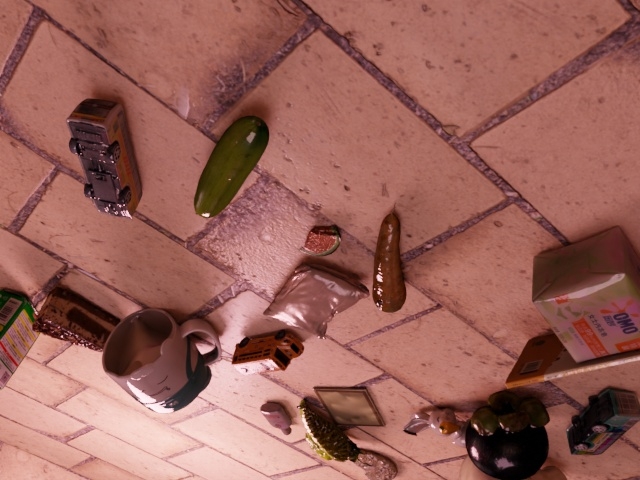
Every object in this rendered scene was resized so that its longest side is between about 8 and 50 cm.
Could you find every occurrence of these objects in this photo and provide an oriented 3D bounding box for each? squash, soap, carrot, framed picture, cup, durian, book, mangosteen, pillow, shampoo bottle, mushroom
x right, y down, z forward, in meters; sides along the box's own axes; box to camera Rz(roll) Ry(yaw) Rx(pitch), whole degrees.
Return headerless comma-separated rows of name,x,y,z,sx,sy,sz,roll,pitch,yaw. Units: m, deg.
squash,-0.172,-0.139,1.175,0.082,0.082,0.292,27,140,-14
soap,0.529,0.109,1.186,0.182,0.138,0.199,-26,115,36
carrot,0.143,0.038,1.304,0.078,0.078,0.298,5,133,11
framed picture,0.090,0.509,1.897,0.173,0.010,0.231,-4,137,20
cup,-0.413,0.321,1.698,0.290,0.219,0.257,-28,132,-1
durian,0.029,0.641,1.988,0.132,0.106,0.375,-7,132,47
book,0.548,0.225,1.300,0.295,0.208,0.020,-24,94,37
mangosteen,0.493,0.515,1.642,0.243,0.243,0.243,8,140,7
pillow,-0.016,0.148,1.471,0.173,0.067,0.270,28,138,-7
shampoo bottle,-0.135,0.583,2.027,0.080,0.040,0.165,-5,135,19
mushroom,0.535,0.751,1.851,0.315,0.356,0.315,3,97,28

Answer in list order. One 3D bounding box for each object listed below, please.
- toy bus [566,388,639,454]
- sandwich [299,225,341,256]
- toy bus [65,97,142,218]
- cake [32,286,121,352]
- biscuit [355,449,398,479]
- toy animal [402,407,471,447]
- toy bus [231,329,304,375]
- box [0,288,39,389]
toy bus,0.726,0.478,1.615,0.109,0.091,0.261,6,141,0
sandwich,0.004,0.000,1.327,0.069,0.026,0.101,26,136,-7
toy bus,-0.412,-0.154,1.212,0.092,0.106,0.268,11,142,4
cake,-0.677,0.242,1.746,0.135,0.112,0.246,-23,131,39
biscuit,0.195,0.788,2.171,0.133,0.032,0.250,-13,132,28
toy animal,0.341,0.536,1.775,0.182,0.131,0.127,25,118,3
toy bus,-0.142,0.307,1.674,0.194,0.088,0.083,-16,130,32
box,-0.904,0.282,1.749,0.103,0.250,0.180,14,141,10
